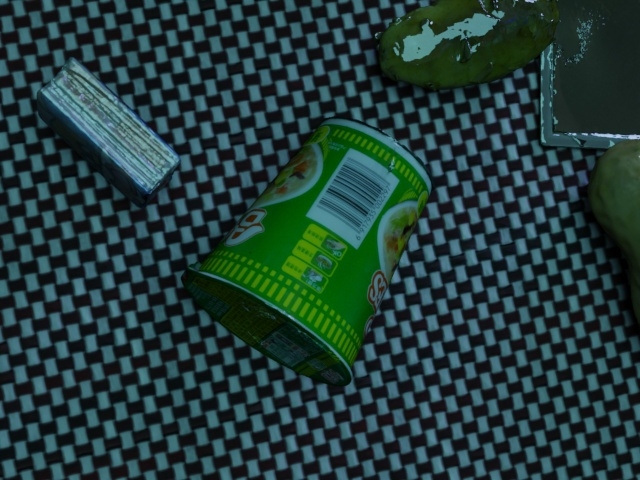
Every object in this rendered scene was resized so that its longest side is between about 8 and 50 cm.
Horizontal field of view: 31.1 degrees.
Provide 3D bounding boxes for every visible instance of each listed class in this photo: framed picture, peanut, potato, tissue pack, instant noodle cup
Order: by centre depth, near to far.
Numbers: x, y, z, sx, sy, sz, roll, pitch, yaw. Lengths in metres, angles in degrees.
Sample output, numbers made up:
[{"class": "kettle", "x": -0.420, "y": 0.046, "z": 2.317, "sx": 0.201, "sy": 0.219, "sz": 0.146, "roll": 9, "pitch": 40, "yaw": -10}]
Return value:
[{"class": "instant noodle cup", "x": 0.000, "y": 0.000, "z": 1.203, "sx": 0.207, "sy": 0.207, "sz": 0.232, "roll": 34, "pitch": 73, "yaw": -6}, {"class": "tissue pack", "x": -0.222, "y": -0.110, "z": 1.205, "sx": 0.155, "sy": 0.115, "sz": 0.065, "roll": 42, "pitch": 78, "yaw": -6}, {"class": "peanut", "x": 0.404, "y": 0.034, "z": 1.293, "sx": 0.147, "sy": 0.147, "sz": 0.319, "roll": -29, "pitch": 80, "yaw": -12}, {"class": "potato", "x": 0.168, "y": -0.233, "z": 1.300, "sx": 0.225, "sy": 0.090, "sz": 0.117, "roll": -21, "pitch": 88, "yaw": -13}, {"class": "framed picture", "x": 0.361, "y": -0.240, "z": 1.374, "sx": 0.216, "sy": 0.016, "sz": 0.273, "roll": 3, "pitch": 84, "yaw": -11}]
